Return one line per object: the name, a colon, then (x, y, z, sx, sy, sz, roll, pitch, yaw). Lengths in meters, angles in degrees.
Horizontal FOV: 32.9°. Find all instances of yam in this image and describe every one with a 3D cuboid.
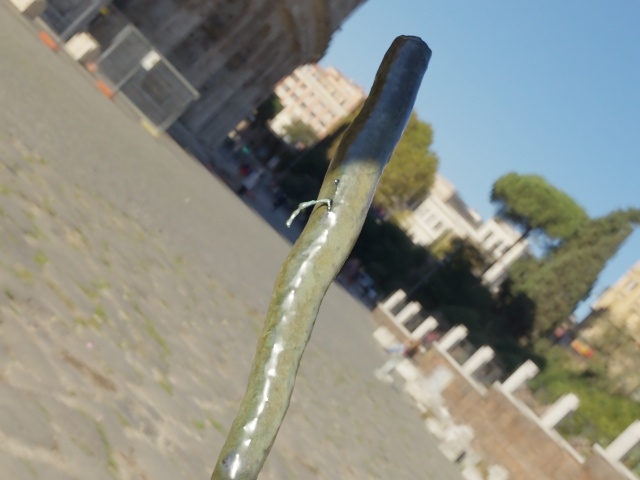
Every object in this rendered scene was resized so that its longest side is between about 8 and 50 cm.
yam: (0.001, 0.001, 0.464, 0.027, 0.234, 0.029, 12, -30, 20)
